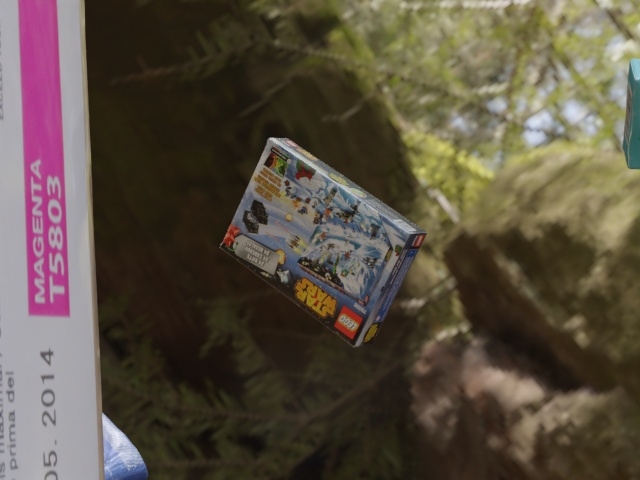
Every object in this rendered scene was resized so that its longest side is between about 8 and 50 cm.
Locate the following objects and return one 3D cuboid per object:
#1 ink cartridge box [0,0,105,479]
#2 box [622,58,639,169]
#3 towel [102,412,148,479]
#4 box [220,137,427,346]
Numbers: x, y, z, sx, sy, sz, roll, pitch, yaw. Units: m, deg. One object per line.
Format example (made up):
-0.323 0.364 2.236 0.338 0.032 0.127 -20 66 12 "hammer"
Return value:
-0.160 0.009 0.409 0.088 0.193 0.235 15 71 -76 "ink cartridge box"
0.428 -0.122 1.567 0.060 0.244 0.101 -80 170 -63 "box"
-0.233 0.066 0.773 0.285 0.209 0.034 44 -42 45 "towel"
0.000 0.000 1.122 0.137 0.027 0.094 36 -70 27 "box"
